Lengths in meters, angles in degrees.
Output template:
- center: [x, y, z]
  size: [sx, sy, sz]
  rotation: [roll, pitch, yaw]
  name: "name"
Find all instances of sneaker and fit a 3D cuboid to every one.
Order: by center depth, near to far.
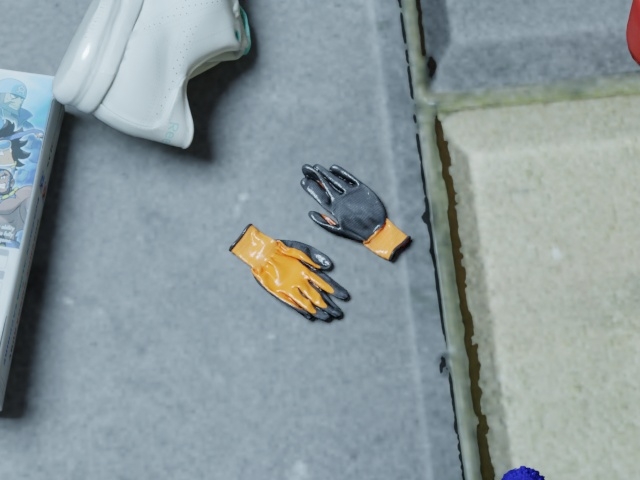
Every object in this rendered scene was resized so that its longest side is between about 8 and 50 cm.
- center: [-0.074, -0.146, 0.833]
  size: [0.094, 0.080, 0.212]
  rotation: [28, 63, -18]
  name: "sneaker"

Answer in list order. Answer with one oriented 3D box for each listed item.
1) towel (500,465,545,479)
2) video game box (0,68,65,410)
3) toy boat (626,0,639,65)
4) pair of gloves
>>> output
- center: [0.076, 0.283, 0.681]
  size: [0.228, 0.076, 0.308]
  rotation: [-24, 73, -8]
  name: "towel"
- center: [-0.256, -0.013, 0.783]
  size: [0.205, 0.048, 0.187]
  rotation: [8, 69, -1]
  name: "video game box"
- center: [0.243, -0.250, 0.818]
  size: [0.268, 0.148, 0.318]
  rotation: [18, 72, 6]
  name: "toy boat"
- center: [0.000, 0.000, 0.809]
  size: [0.074, 0.010, 0.083]
  rotation: [40, 76, 12]
  name: "pair of gloves"
